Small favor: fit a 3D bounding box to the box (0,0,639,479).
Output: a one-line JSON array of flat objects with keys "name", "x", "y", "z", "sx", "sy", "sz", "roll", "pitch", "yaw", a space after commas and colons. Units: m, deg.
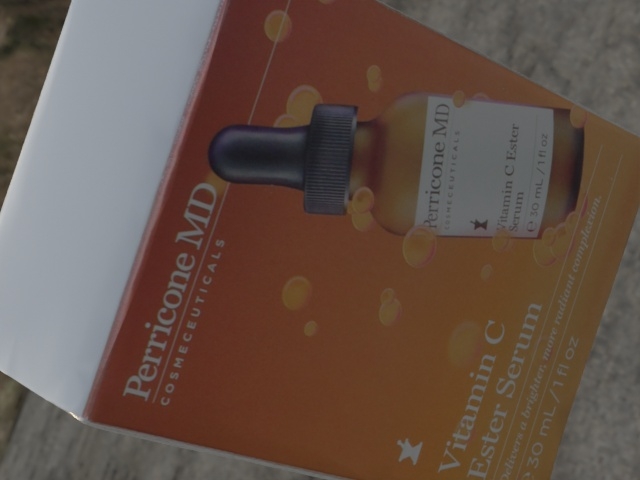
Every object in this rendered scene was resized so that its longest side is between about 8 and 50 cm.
[{"name": "box", "x": 0.000, "y": 0.000, "z": 0.404, "sx": 0.091, "sy": 0.170, "sz": 0.130, "roll": 17, "pitch": 88, "yaw": 53}]
